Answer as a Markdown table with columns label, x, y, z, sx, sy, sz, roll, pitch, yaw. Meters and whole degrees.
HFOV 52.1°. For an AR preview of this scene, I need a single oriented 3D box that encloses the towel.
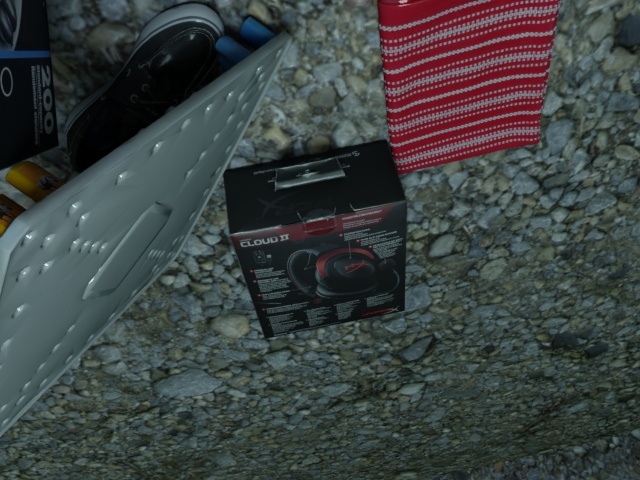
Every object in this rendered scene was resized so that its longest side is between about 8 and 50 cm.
| label | x | y | z | sx | sy | sz | roll | pitch | yaw |
| --- | --- | --- | --- | --- | --- | --- | --- | --- | --- |
| towel | 0.171 | -0.187 | 0.752 | 0.198 | 0.031 | 0.275 | -13 | 144 | 2 |

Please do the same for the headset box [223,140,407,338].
| label | x | y | z | sx | sy | sz | roll | pitch | yaw |
| --- | --- | --- | --- | --- | --- | --- | --- | --- | --- |
| headset box | 0.000 | 0.000 | 0.883 | 0.218 | 0.110 | 0.293 | -12 | 144 | -1 |

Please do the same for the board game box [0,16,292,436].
| label | x | y | z | sx | sy | sz | roll | pitch | yaw |
| --- | --- | --- | --- | --- | --- | --- | --- | --- | --- |
| board game box | -0.204 | -0.003 | 0.641 | 0.050 | 0.390 | 0.390 | 36 | 131 | -1 |

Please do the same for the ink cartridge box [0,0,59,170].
| label | x | y | z | sx | sy | sz | roll | pitch | yaw |
| --- | --- | --- | --- | --- | --- | --- | --- | --- | --- |
| ink cartridge box | -0.226 | -0.160 | 0.460 | 0.045 | 0.208 | 0.206 | 0 | 106 | -6 |

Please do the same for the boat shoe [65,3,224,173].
| label | x | y | z | sx | sy | sz | roll | pitch | yaw |
| --- | --- | --- | --- | --- | --- | --- | --- | --- | --- |
| boat shoe | -0.184 | -0.144 | 0.668 | 0.228 | 0.076 | 0.080 | -30 | 140 | 23 |
